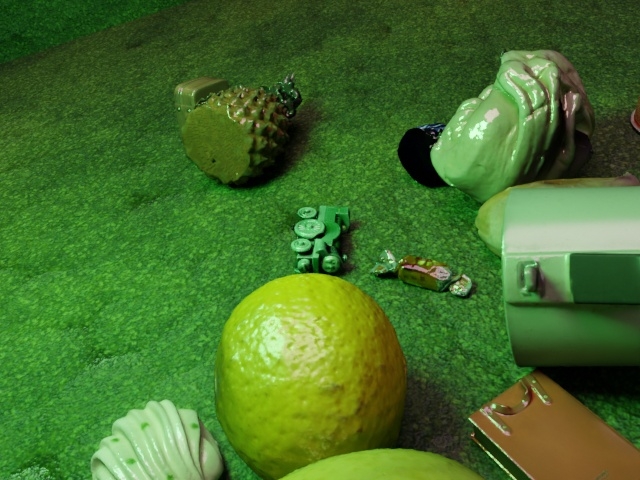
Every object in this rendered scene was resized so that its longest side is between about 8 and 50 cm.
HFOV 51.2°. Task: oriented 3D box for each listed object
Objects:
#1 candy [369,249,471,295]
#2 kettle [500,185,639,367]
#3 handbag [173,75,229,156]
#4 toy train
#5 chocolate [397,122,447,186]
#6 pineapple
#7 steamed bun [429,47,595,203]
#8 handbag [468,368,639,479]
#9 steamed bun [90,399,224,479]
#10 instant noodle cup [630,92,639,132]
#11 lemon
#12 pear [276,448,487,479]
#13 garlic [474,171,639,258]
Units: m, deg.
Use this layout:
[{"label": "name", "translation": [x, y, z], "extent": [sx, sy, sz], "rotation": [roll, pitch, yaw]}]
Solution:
[{"label": "candy", "translation": [0.170, 0.052, 1.143], "extent": [0.182, 0.046, 0.053], "rotation": [12, 45, 27]}, {"label": "kettle", "translation": [0.422, 0.040, 0.815], "extent": [0.377, 0.249, 0.361], "rotation": [-2, -7, 24]}, {"label": "handbag", "translation": [-0.275, -0.300, 1.626], "extent": [0.072, 0.193, 0.151], "rotation": [15, 40, 31]}, {"label": "toy train", "translation": [0.000, 0.000, 1.251], "extent": [0.105, 0.071, 0.178], "rotation": [2, 37, 3]}, {"label": "chocolate", "translation": [0.334, -0.226, 1.420], "extent": [0.344, 0.126, 0.148], "rotation": [-25, 0, -27]}, {"label": "pineapple", "translation": [-0.149, -0.284, 1.576], "extent": [0.223, 0.222, 0.357], "rotation": [8, 33, 26]}, {"label": "steamed bun", "translation": [0.382, -0.195, 1.243], "extent": [0.320, 0.275, 0.206], "rotation": [-52, 54, 8]}, {"label": "handbag", "translation": [0.290, 0.257, 0.826], "extent": [0.127, 0.062, 0.190], "rotation": [-28, 42, -18]}, {"label": "steamed bun", "translation": [-0.225, 0.294, 0.901], "extent": [0.183, 0.106, 0.182], "rotation": [-9, 35, 6]}, {"label": "instant noodle cup", "translation": [0.743, -0.315, 1.339], "extent": [0.214, 0.174, 0.213], "rotation": [-8, 37, 6]}, {"label": "lemon", "translation": [-0.013, 0.184, 0.864], "extent": [0.254, 0.253, 0.310], "rotation": [-11, 53, 3]}, {"label": "pear", "translation": [0.042, 0.352, 0.556], "extent": [0.349, 0.348, 0.348], "rotation": [-9, 37, 7]}, {"label": "garlic", "translation": [0.440, -0.061, 1.140], "extent": [0.339, 0.151, 0.196], "rotation": [-17, 24, -7]}]
